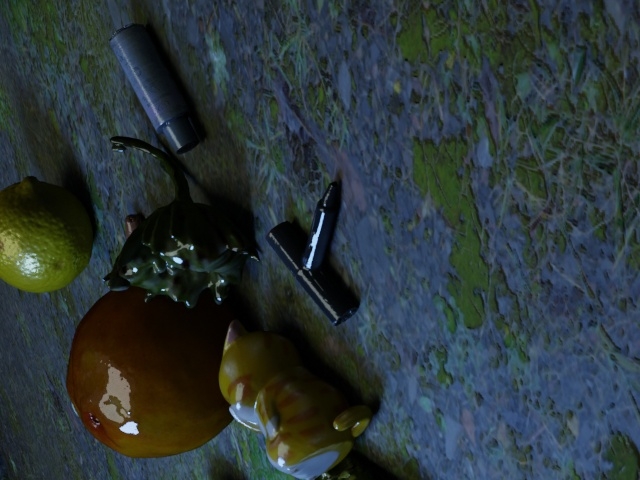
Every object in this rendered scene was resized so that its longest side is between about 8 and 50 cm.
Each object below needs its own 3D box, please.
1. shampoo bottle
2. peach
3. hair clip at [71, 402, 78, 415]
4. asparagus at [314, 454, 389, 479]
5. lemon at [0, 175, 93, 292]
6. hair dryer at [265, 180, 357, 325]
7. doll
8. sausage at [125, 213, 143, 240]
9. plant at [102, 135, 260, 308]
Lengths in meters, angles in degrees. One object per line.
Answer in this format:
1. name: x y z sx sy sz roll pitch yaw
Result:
1. shampoo bottle: -0.263 -0.241 1.603 0.214 0.072 0.072 61 149 3
2. peach: -0.292 0.225 1.758 0.343 0.301 0.343 38 143 35
3. hair clip: -0.377 0.276 1.975 0.113 0.282 0.172 -25 90 46
4. asparagus: 0.108 0.449 1.520 0.382 0.128 0.108 43 108 32
5. lemon: -0.600 -0.014 2.110 0.228 0.228 0.253 38 153 36
6. hair dryer: 0.011 0.008 1.409 0.173 0.050 0.195 50 143 15
7. doll: -0.057 0.258 1.582 0.269 0.162 0.167 38 172 26
8. sausage: -0.364 0.027 1.977 0.043 0.043 0.186 39 141 35
9. plant: -0.231 -0.062 1.625 0.180 0.251 0.333 104 162 -66
